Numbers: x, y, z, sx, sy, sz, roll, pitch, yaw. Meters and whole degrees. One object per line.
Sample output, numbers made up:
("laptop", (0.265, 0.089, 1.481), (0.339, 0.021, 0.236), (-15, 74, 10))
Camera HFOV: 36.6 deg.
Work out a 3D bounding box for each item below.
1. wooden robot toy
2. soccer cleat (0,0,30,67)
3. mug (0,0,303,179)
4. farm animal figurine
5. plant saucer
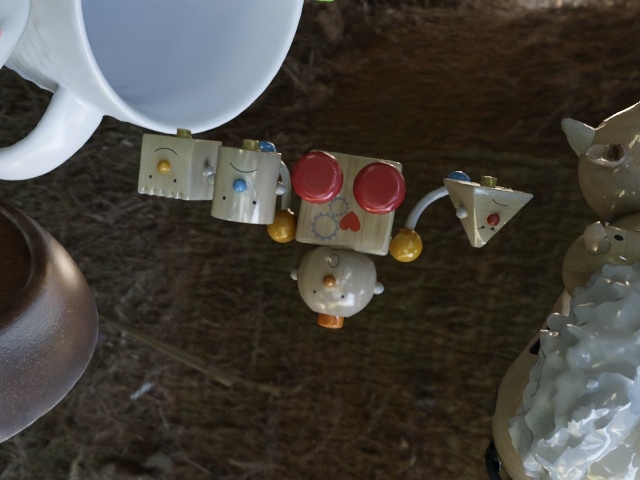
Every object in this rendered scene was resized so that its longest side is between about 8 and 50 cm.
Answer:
("wooden robot toy", (0.000, 0.000, 0.423), (0.076, 0.173, 0.079), (-37, 136, -82))
("soccer cleat", (-0.191, -0.046, 0.332), (0.196, 0.076, 0.068), (-35, 100, -15))
("mug", (-0.245, -0.233, 0.954), (0.276, 0.328, 0.374), (33, 81, -52))
("farm animal figurine", (0.195, 0.018, 0.525), (0.327, 0.172, 0.330), (-54, 151, -15))
("plant saucer", (-0.291, 0.026, 0.587), (0.310, 0.310, 0.050), (-17, 131, -43))
